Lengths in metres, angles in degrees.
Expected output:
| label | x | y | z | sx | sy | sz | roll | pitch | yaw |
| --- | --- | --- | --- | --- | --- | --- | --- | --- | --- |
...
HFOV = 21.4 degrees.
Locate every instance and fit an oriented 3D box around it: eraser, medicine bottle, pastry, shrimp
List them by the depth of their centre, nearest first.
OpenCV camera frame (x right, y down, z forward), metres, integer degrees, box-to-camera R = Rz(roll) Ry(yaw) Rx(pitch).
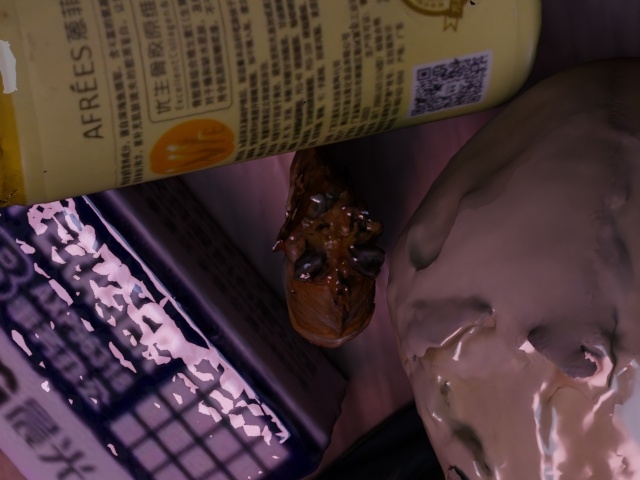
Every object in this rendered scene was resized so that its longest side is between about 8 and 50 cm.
| label | x | y | z | sx | sy | sz | roll | pitch | yaw |
| --- | --- | --- | --- | --- | --- | --- | --- | --- | --- |
| pastry | 0.131 | 0.058 | 0.626 | 0.133 | 0.265 | 0.265 | -34 | 101 | 21 |
| medicine bottle | -0.045 | -0.085 | 0.633 | 0.239 | 0.124 | 0.124 | -13 | 109 | -12 |
| shrimp | 0.000 | 0.000 | 0.670 | 0.043 | 0.184 | 0.091 | -7 | 90 | -4 |
| eraser | -0.124 | 0.004 | 0.742 | 0.130 | 0.086 | 0.287 | -37 | 99 | 21 |

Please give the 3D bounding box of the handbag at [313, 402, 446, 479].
| label | x | y | z | sx | sy | sz | roll | pitch | yaw |
| --- | --- | --- | --- | --- | --- | --- | --- | --- | --- |
| handbag | 0.040 | 0.230 | 0.724 | 0.263 | 0.222 | 0.241 | -36 | 95 | 20 |
